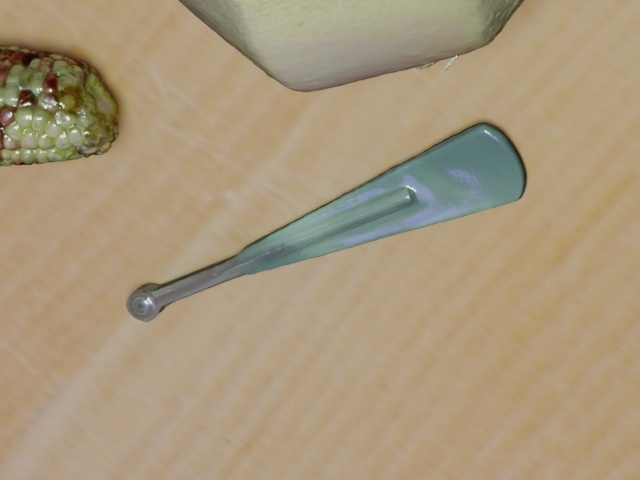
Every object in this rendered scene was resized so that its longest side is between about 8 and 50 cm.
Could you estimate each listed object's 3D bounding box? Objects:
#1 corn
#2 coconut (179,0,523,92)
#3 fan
[{"bbox_3d":[-0.253,-0.086,1.153,0.253,0.086,0.086,1,109,12],"label":"corn"},{"bbox_3d":[0.004,-0.192,0.994,0.234,0.224,0.224,-19,103,17],"label":"coconut"},{"bbox_3d":[0.000,0.000,1.156,0.282,0.023,0.057,-24,110,20],"label":"fan"}]
